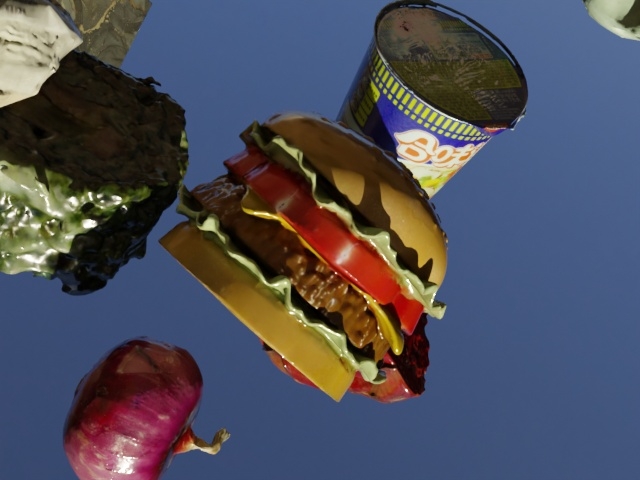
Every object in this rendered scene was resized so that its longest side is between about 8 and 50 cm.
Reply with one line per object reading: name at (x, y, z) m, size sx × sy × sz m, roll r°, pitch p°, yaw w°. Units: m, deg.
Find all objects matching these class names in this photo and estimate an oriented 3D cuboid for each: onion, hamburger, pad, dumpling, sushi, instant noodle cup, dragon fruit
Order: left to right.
sushi at (-0.332, -0.102, 1.454) m, size 0.352 × 0.178 × 0.294 m, roll 28°, pitch -149°, yaw -11°
pad at (-0.384, -0.247, 1.774) m, size 0.247 × 0.007 × 0.367 m, roll 40°, pitch -112°, yaw -48°
onion at (-0.197, 0.190, 1.367) m, size 0.177 × 0.177 × 0.153 m, roll -18°, pitch -125°, yaw -46°
dragon fruit at (-0.031, 0.087, 1.765) m, size 0.329 × 0.286 × 0.228 m, roll 54°, pitch -147°, yaw -48°
hamburger at (0.000, 0.000, 1.206) m, size 0.274 × 0.212 × 0.274 m, roll 41°, pitch 176°, yaw 3°
instant noodle cup at (0.141, -0.184, 2.064) m, size 0.284 × 0.312 × 0.284 m, roll 17°, pitch -135°, yaw -18°
dumpling at (0.360, -0.315, 1.489) m, size 0.108 × 0.152 × 0.219 m, roll 3°, pitch -150°, yaw -13°

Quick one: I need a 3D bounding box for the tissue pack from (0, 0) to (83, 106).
tissue pack at (-0.423, -0.169, 0.993) m, size 0.390 × 0.195 × 0.375 m, roll 3°, pitch -175°, yaw 7°
